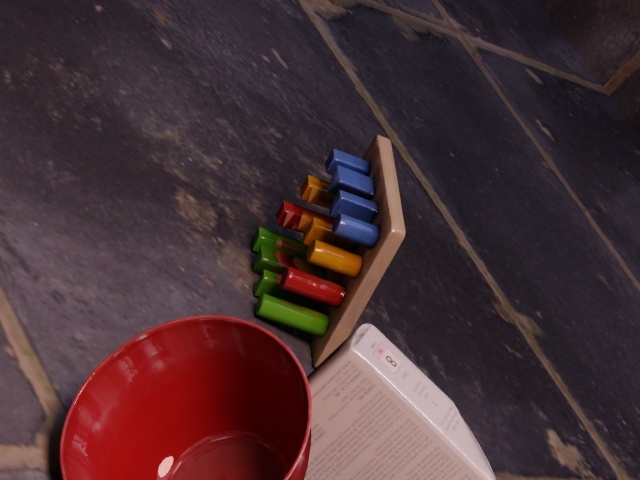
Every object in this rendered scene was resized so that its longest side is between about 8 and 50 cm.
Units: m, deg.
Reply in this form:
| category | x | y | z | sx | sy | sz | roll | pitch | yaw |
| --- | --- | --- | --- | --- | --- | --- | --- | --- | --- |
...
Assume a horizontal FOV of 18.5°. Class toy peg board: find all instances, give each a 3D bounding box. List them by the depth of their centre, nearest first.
| category | x | y | z | sx | sy | sz | roll | pitch | yaw |
| --- | --- | --- | --- | --- | --- | --- | --- | --- | --- |
| toy peg board | 0.000 | 0.000 | 1.752 | 0.079 | 0.161 | 0.161 | 19 | 30 | -16 |

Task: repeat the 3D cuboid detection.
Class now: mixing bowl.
| category | x | y | z | sx | sy | sz | roll | pitch | yaw |
| --- | --- | --- | --- | --- | --- | --- | --- | --- | --- |
| mixing bowl | -0.081 | 0.154 | 1.372 | 0.098 | 0.181 | 0.181 | 66 | -1 | -50 |

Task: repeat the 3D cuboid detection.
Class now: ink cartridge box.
| category | x | y | z | sx | sy | sz | roll | pitch | yaw |
| --- | --- | --- | --- | --- | --- | --- | --- | --- | --- |
| ink cartridge box | 0.051 | 0.203 | 1.443 | 0.232 | 0.189 | 0.066 | 43 | 28 | -4 |
